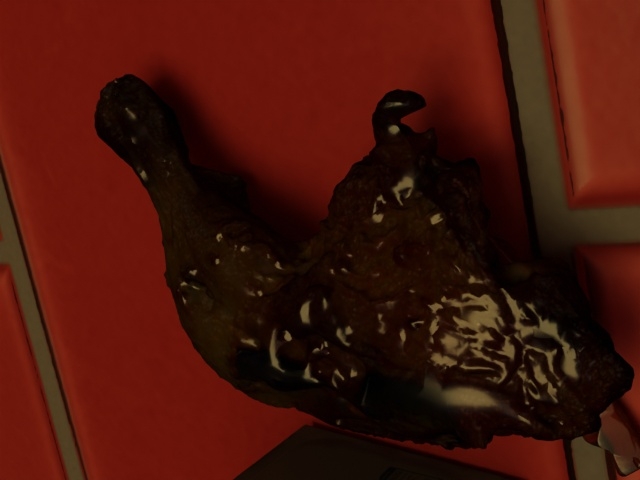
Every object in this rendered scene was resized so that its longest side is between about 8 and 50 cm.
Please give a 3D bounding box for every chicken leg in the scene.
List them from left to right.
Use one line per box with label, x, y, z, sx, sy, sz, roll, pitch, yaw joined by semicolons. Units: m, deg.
chicken leg;-0.002;0.012;0.524;0.322;0.083;0.177;11;112;40

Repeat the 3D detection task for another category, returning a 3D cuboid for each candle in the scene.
candle;0.101;0.036;0.501;0.026;0.021;0.167;-36;84;39

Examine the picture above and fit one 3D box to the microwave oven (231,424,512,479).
microwave oven;-0.005;0.200;0.519;0.162;0.208;0.122;8;111;34
